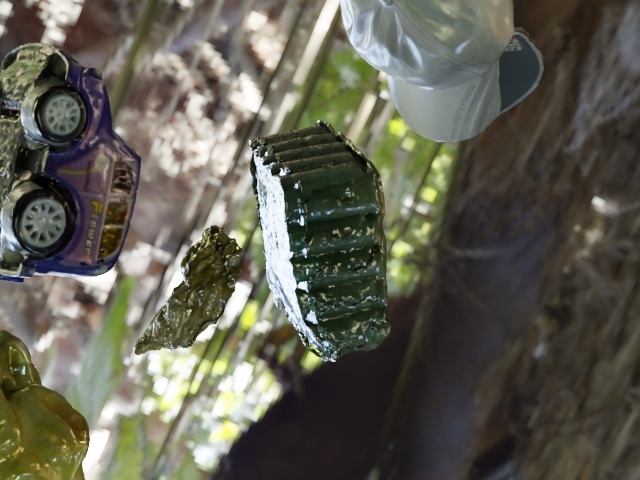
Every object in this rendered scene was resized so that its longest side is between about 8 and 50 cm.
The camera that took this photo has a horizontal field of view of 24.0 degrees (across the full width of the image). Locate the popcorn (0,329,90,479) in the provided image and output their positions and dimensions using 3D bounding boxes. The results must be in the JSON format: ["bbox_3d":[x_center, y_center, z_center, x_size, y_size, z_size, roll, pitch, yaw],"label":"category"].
[{"bbox_3d":[-0.359,0.244,1.449,0.312,0.312,0.312,22,-162,-8],"label":"popcorn"}]

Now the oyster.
[{"bbox_3d":[-0.126,0.048,1.513,0.045,0.146,0.121,30,-131,-23],"label":"oyster"}]

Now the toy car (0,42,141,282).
[{"bbox_3d":[-0.268,-0.073,1.503,0.158,0.235,0.172,12,-178,-41],"label":"toy car"}]

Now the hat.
[{"bbox_3d":[0.108,-0.221,1.624,0.232,0.275,0.161,35,-121,29],"label":"hat"}]

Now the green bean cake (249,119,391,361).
[{"bbox_3d":[0.000,0.000,1.865,0.132,0.255,0.241,-14,-161,-13],"label":"green bean cake"}]
